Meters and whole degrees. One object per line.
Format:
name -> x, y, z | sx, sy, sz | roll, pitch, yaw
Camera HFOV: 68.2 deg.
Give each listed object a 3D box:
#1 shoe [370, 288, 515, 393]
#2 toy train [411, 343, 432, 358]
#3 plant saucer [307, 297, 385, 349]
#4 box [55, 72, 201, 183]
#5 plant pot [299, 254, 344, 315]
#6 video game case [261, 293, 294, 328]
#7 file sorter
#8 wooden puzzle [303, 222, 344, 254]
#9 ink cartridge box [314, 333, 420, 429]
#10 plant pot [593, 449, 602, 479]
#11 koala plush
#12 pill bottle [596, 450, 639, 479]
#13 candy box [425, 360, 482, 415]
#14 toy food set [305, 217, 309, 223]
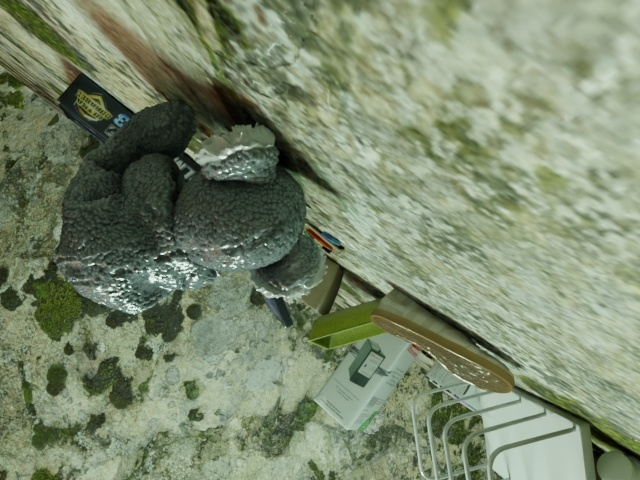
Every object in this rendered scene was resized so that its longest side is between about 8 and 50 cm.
shoe -> 0.179, 0.141, 0.681 | 0.218, 0.058, 0.077 | 29, 151, 18
toy train -> 0.226, 0.234, 1.080 | 0.158, 0.036, 0.027 | 41, 170, -39
plant saucer -> 0.077, 0.164, 0.939 | 0.188, 0.188, 0.045 | 55, -161, -69
box -> -0.360, -0.183, 0.939 | 0.295, 0.073, 0.293 | 40, 170, -26
plant pot -> -0.014, 0.075, 0.921 | 0.109, 0.096, 0.109 | 32, 173, 19
video game case -> -0.141, 0.039, 1.011 | 0.275, 0.026, 0.196 | 67, 167, -14
file sorter -> 0.297, 0.375, 0.811 | 0.172, 0.193, 0.277 | -9, -178, -13
wooden puzzle -> 0.000, 0.000, 0.707 | 0.078, 0.014, 0.116 | 34, 172, 6
ink cartridge box -> 0.141, 0.359, 1.290 | 0.121, 0.289, 0.211 | 34, 173, 27
plant pot -> 0.468, 0.445, 0.938 | 0.165, 0.167, 0.167 | 42, 174, 13
koala plush -> -0.108, -0.020, 0.452 | 0.221, 0.203, 0.196 | 0, 125, 27
pill bottle -> 0.472, 0.366, 0.714 | 0.120, 0.067, 0.067 | 38, 172, -24
candy box -> 0.414, 0.426, 1.324 | 0.164, 0.070, 0.196 | 37, 172, -14
toy food set -> -0.068, -0.066, 0.572 | 0.122, 0.019, 0.078 | 39, 171, -26
